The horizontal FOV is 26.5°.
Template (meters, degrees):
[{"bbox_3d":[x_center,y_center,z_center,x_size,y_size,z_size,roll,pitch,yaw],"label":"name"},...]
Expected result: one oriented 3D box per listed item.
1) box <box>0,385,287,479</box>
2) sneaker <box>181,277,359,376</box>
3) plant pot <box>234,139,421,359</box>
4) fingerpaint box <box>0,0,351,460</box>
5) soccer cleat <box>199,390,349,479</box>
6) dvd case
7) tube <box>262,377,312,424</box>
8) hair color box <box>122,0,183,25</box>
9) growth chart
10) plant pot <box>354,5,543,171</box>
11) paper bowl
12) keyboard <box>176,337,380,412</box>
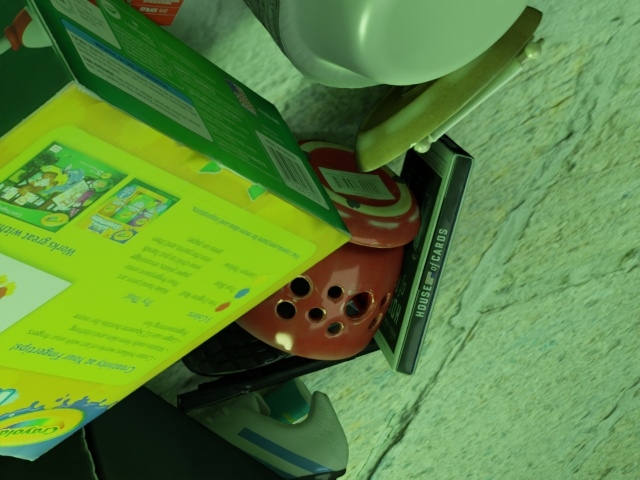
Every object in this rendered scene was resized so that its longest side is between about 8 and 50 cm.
[{"bbox_3d":[-0.268,0.435,1.507,0.472,0.297,0.480,-41,130,10],"label":"box"},{"bbox_3d":[-0.032,0.097,1.608,0.283,0.107,0.124,-27,156,-16],"label":"sneaker"},{"bbox_3d":[0.000,0.000,1.415,0.191,0.191,0.174,-5,129,-43],"label":"plant pot"},{"bbox_3d":[-0.237,-0.006,1.033,0.371,0.163,0.445,-36,158,13],"label":"fingerpaint box"},{"bbox_3d":[-0.129,0.274,1.765,0.331,0.143,0.116,-10,171,4],"label":"soccer cleat"},{"bbox_3d":[0.101,0.003,1.460,0.030,0.179,0.238,12,103,-13],"label":"dvd case"},{"bbox_3d":[-0.104,0.260,1.834,0.207,0.052,0.080,-35,138,8],"label":"tube"},{"bbox_3d":[-0.117,-0.252,1.002,0.053,0.093,0.167,-4,138,-44],"label":"hair color box"},{"bbox_3d":[0.143,-0.152,1.369,0.172,0.021,0.237,-42,-170,4],"label":"growth chart"},{"bbox_3d":[0.117,-0.158,1.339,0.236,0.032,0.236,-40,-169,10],"label":"plant pot"},{"bbox_3d":[0.079,-0.248,1.165,0.284,0.148,0.284,-25,149,-16],"label":"paper bowl"},{"bbox_3d":[-0.051,0.160,1.663,0.202,0.033,0.317,-23,172,41],"label":"keyboard"}]
